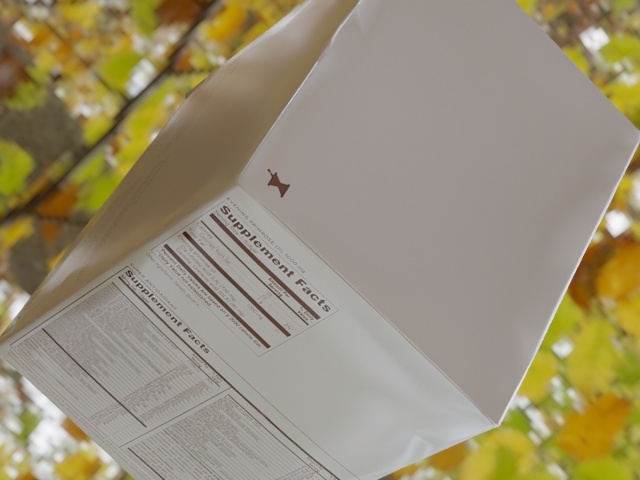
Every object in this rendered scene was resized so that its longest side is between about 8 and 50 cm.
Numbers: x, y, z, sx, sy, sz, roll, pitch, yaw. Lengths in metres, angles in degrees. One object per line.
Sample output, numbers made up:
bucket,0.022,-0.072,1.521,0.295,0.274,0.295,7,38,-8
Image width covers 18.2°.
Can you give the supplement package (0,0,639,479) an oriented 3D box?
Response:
supplement package,0.000,0.000,0.894,0.203,0.149,0.194,-31,-160,48
